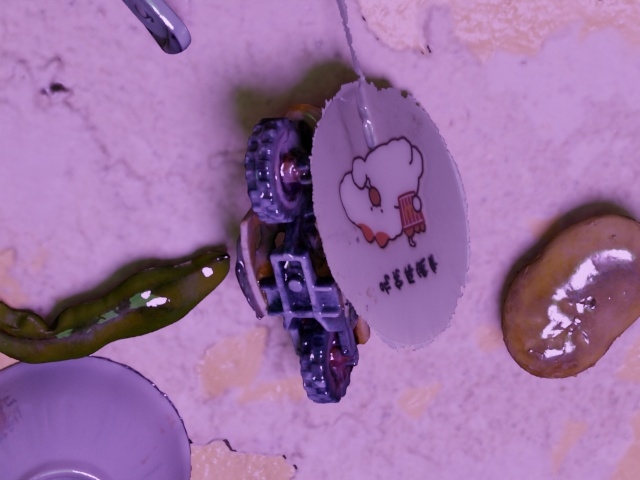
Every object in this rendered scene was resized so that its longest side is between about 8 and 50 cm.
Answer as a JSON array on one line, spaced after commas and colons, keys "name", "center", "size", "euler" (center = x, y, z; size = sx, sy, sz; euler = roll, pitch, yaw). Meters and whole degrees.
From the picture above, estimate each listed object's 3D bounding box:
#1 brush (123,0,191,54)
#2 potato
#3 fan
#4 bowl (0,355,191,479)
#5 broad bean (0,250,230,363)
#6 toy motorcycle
[{"name": "brush", "center": [-0.172, -0.246, 1.105], "size": [0.060, 0.068, 0.297], "euler": [-47, 114, -13]}, {"name": "potato", "center": [0.190, 0.040, 1.242], "size": [0.091, 0.070, 0.138], "euler": [41, 99, -13]}, {"name": "fan", "center": [0.031, -0.086, 1.154], "size": [0.009, 0.190, 0.329], "euler": [-13, 95, 36]}, {"name": "bowl", "center": [-0.185, 0.185, 1.240], "size": [0.189, 0.086, 0.189], "euler": [-2, 111, -6]}, {"name": "broad bean", "center": [-0.157, 0.052, 1.216], "size": [0.195, 0.046, 0.061], "euler": [-9, 113, -2]}, {"name": "toy motorcycle", "center": [-0.001, 0.000, 1.188], "size": [0.094, 0.130, 0.229], "euler": [-2, 126, 18]}]
